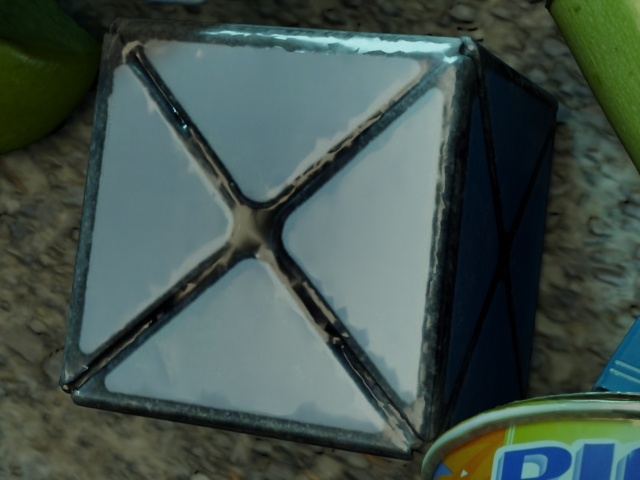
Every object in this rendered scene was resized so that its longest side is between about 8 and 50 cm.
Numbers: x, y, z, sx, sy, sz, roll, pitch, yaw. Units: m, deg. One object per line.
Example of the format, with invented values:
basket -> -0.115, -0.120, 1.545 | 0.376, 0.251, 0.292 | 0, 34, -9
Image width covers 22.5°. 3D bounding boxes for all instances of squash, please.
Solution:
squash -> 0.257, -0.082, 1.053 | 0.132, 0.132, 0.247 | -28, 78, 15

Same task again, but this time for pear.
pear -> -0.353, -0.165, 1.194 | 0.286, 0.282, 0.176 | 44, 109, 16

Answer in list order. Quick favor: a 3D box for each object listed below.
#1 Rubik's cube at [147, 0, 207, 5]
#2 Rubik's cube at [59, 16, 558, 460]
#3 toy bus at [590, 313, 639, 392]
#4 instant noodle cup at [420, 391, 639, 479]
Rubik's cube -> -0.197, -0.334, 1.028 | 0.290, 0.291, 0.291 | 4, 116, -3
Rubik's cube -> 0.000, 0.000, 1.070 | 0.255, 0.259, 0.260 | 5, 86, 21
toy bus -> 0.296, 0.134, 1.013 | 0.246, 0.113, 0.134 | 22, 53, 20
instant noodle cup -> 0.175, 0.240, 0.865 | 0.296, 0.296, 0.214 | 2, 57, 20
